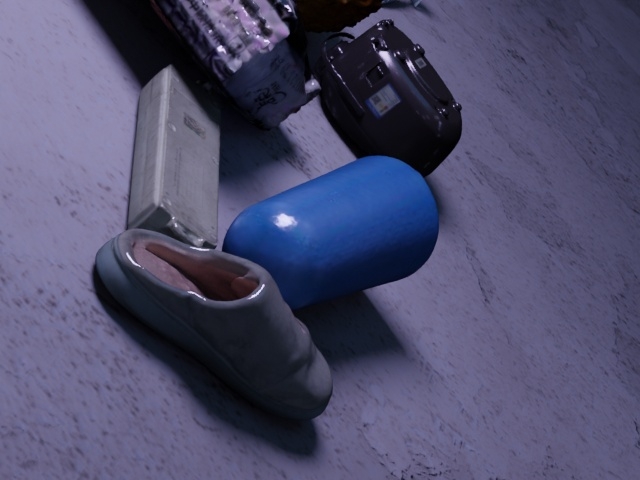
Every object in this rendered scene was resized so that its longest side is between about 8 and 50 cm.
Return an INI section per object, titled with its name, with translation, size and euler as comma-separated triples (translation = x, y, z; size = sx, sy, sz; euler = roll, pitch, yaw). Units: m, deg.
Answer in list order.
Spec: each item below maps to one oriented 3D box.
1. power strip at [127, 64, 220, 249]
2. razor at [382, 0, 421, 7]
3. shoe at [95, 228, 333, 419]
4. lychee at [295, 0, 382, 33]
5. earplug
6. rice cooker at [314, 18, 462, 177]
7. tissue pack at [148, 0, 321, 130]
[power strip]
translation = -0.134, -0.069, 1.554
size = 0.078, 0.052, 0.272
euler = 37, 28, -26
[razor]
translation = 0.118, -0.361, 2.413
size = 0.040, 0.068, 0.135
euler = 50, 36, 6
[shoe]
translation = -0.072, 0.058, 1.420
size = 0.251, 0.100, 0.103
euler = 33, 30, -25
[lychee]
translation = 0.004, -0.341, 2.010
size = 0.238, 0.200, 0.200
euler = 7, 45, -31
[earplug]
translation = 0.000, 0.000, 1.601
size = 0.132, 0.132, 0.273
euler = 54, 28, 9
[rice cooker]
translation = 0.082, -0.170, 1.982
size = 0.203, 0.118, 0.142
euler = 52, 25, 1
[tissue pack]
translation = -0.129, -0.281, 1.734
size = 0.332, 0.123, 0.245
euler = 54, 4, 13
